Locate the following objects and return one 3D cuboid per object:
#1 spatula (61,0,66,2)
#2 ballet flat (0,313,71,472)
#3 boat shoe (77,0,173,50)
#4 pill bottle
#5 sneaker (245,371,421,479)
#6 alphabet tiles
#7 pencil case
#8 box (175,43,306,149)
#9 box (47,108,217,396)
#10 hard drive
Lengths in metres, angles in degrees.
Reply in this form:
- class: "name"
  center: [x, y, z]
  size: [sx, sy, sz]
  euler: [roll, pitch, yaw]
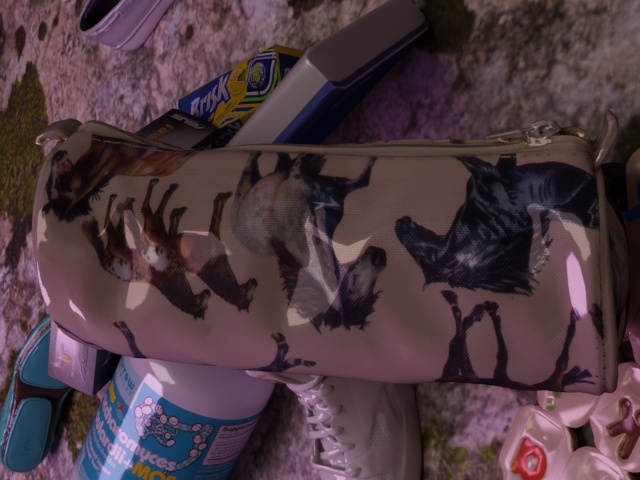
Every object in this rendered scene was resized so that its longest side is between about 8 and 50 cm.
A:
- class: "spatula"
  center: [-0.266, -0.407, 1.368]
  size: [0.242, 0.019, 0.168]
  euler: [-10, 78, 48]
- class: "ballet flat"
  center: [-0.347, 0.168, 1.365]
  size: [0.247, 0.083, 0.087]
  euler: [-66, 31, 19]
- class: "boat shoe"
  center: [-0.202, -0.304, 1.236]
  size: [0.227, 0.081, 0.079]
  euler: [-49, 53, 35]
- class: "pill bottle"
  center: [-0.135, 0.162, 1.069]
  size: [0.146, 0.146, 0.264]
  euler: [48, 121, 40]
- class: "sneaker"
  center: [-0.004, 0.127, 0.908]
  size: [0.108, 0.169, 0.293]
  euler: [-1, 87, 47]
- class: "alphabet tiles"
  center: [0.230, 0.089, 0.752]
  size: [0.284, 0.021, 0.278]
  euler: [35, 112, 44]
- class: "pencil case"
  center: [0.000, 0.000, 0.753]
  size: [0.410, 0.160, 0.184]
  euler: [3, 98, 15]
- class: "box"
  center: [-0.073, -0.135, 1.090]
  size: [0.169, 0.059, 0.054]
  euler: [-20, 71, 46]
- class: "box"
  center: [-0.183, 0.010, 1.072]
  size: [0.056, 0.183, 0.231]
  euler: [24, 126, 15]
- class: "hard drive"
  center: [-0.052, -0.066, 0.952]
  size: [0.040, 0.210, 0.318]
  euler: [46, 124, 0]
